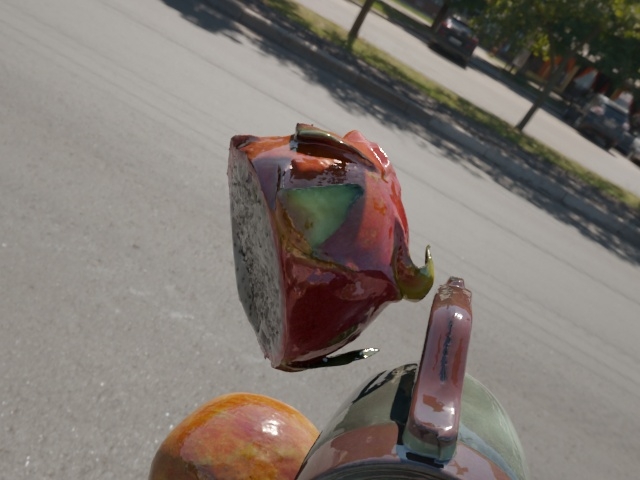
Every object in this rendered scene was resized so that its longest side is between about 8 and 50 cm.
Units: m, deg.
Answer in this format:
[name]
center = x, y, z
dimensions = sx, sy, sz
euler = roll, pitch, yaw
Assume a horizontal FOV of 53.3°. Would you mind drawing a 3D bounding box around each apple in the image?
[apple]
center = -0.157, 0.405, 1.110
dimensions = 0.301, 0.301, 0.301
euler = 26, 23, -12

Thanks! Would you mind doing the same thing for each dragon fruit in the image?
[dragon fruit]
center = 0.000, 0.000, 0.762
dimensions = 0.189, 0.290, 0.290
euler = -10, 40, -21

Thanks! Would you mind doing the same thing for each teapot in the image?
[teapot]
center = 0.108, 0.204, 0.658
dimensions = 0.233, 0.315, 0.312
euler = 11, 19, 10
